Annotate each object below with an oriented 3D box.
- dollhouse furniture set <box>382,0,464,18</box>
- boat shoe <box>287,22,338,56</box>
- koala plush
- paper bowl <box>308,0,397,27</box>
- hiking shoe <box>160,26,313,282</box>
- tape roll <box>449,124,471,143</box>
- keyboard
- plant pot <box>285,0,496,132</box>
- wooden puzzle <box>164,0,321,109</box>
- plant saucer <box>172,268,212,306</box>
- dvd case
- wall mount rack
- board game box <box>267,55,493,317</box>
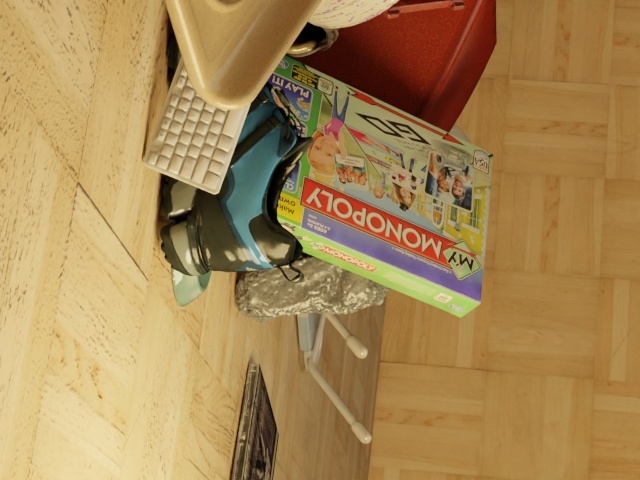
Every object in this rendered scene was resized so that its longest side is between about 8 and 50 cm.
[{"bbox_3d":[0.202,-0.397,1.763,0.152,0.374,0.201,49,-43,32],"label":"dollhouse furniture set"},{"bbox_3d":[-0.023,-0.254,1.741,0.092,0.103,0.285,-53,-169,-13],"label":"boat shoe"},{"bbox_3d":[0.000,0.000,1.879,0.221,0.203,0.196,-147,-119,-85],"label":"koala plush"},{"bbox_3d":[0.009,-0.365,1.522,0.148,0.284,0.284,23,64,-35],"label":"paper bowl"},{"bbox_3d":[-0.069,-0.116,1.425,0.113,0.132,0.304,-11,103,-82],"label":"hiking shoe"},{"bbox_3d":[0.116,-0.069,2.401,0.246,0.246,0.169,86,12,-45],"label":"tape roll"},{"bbox_3d":[-0.082,-0.170,1.366,0.014,0.072,0.256,150,-40,-74],"label":"keyboard"},{"bbox_3d":[0.067,-0.224,1.988,0.267,0.267,0.235,62,44,-75],"label":"plant pot"},{"bbox_3d":[-0.071,-0.330,1.210,0.322,0.081,0.348,-60,146,-34],"label":"wooden puzzle"},{"bbox_3d":[-0.122,0.006,1.518,0.119,0.021,0.119,4,90,-82],"label":"plant saucer"},{"bbox_3d":[-0.082,0.276,1.961,0.221,0.018,0.164,79,15,-59],"label":"dvd case"},{"bbox_3d":[0.027,0.108,2.255,0.350,0.131,0.304,84,13,-47],"label":"wall mount rack"},{"bbox_3d":[0.048,-0.065,1.747,0.046,0.317,0.213,-41,-147,49],"label":"board game box"}]
